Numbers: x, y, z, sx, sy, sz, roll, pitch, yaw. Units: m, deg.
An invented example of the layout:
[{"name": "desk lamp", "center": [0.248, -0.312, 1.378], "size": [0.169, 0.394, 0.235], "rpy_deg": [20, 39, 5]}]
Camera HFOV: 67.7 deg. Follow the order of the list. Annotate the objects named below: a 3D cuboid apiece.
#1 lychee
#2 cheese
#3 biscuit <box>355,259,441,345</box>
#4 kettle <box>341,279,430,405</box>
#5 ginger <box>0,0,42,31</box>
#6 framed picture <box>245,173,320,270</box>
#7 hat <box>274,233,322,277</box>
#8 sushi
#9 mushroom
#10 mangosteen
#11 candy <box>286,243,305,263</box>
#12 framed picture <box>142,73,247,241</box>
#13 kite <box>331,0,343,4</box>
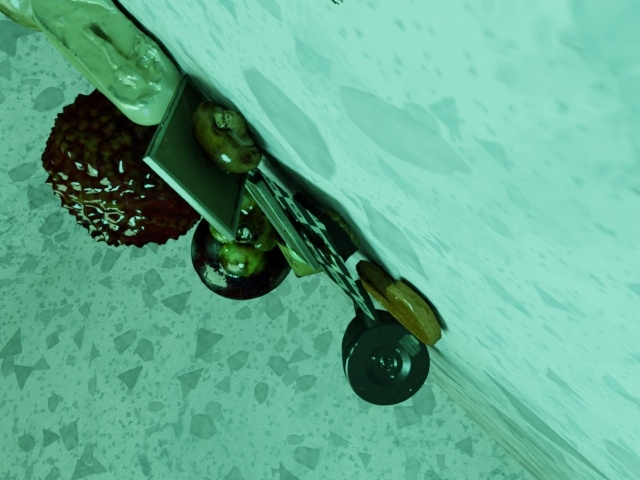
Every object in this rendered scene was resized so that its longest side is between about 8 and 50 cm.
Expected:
[{"name": "lychee", "center": [-0.473, -0.191, 1.241], "size": [0.424, 0.424, 0.500], "rpy_deg": [46, -166, -15]}, {"name": "cheese", "center": [-0.352, -0.319, 0.814], "size": [0.266, 0.127, 0.233], "rpy_deg": [43, 172, -8]}, {"name": "biscuit", "center": [0.127, 0.092, 0.803], "size": [0.192, 0.036, 0.186], "rpy_deg": [41, 171, 37]}, {"name": "kettle", "center": [0.129, 0.258, 1.236], "size": [0.250, 0.207, 0.271], "rpy_deg": [39, -176, -9]}, {"name": "ginger", "center": [-0.584, -0.534, 0.889], "size": [0.304, 0.155, 0.244], "rpy_deg": [51, -174, 29]}, {"name": "framed picture", "center": [-0.081, -0.040, 0.904], "size": [0.203, 0.015, 0.150], "rpy_deg": [56, 170, -25]}, {"name": "hat", "center": [-0.044, 0.058, 1.228], "size": [0.192, 0.082, 0.193], "rpy_deg": [24, -173, -3]}, {"name": "sushi", "center": [-0.006, -0.022, 0.818], "size": [0.290, 0.050, 0.264], "rpy_deg": [41, 165, 47]}, {"name": "mushroom", "center": [-0.139, -0.159, 0.735], "size": [0.127, 0.087, 0.127], "rpy_deg": [47, -161, -22]}, {"name": "mangosteen", "center": [-0.219, 0.010, 1.375], "size": [0.330, 0.330, 0.330], "rpy_deg": [44, 175, 5]}, {"name": "candy", "center": [0.000, 0.000, 0.968], "size": [0.092, 0.093, 0.335], "rpy_deg": [2, 176, -16]}, {"name": "framed picture", "center": [-0.182, -0.139, 0.767], "size": [0.184, 0.016, 0.250], "rpy_deg": [48, -153, -37]}, {"name": "kite", "center": [-0.080, -0.200, 0.236], "size": [0.250, 0.012, 0.229], "rpy_deg": [44, 178, 1]}]
